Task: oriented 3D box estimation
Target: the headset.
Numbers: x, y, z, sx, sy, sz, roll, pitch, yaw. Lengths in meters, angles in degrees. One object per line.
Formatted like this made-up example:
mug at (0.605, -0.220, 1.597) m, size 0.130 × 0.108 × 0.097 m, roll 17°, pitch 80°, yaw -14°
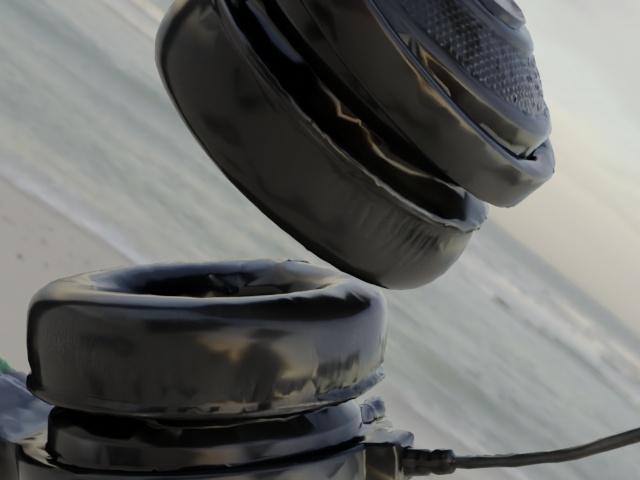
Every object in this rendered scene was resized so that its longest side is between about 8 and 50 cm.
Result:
headset at (0.000, 0.000, 0.499) m, size 0.394 × 0.243 × 0.185 m, roll 31°, pitch 16°, yaw 17°
